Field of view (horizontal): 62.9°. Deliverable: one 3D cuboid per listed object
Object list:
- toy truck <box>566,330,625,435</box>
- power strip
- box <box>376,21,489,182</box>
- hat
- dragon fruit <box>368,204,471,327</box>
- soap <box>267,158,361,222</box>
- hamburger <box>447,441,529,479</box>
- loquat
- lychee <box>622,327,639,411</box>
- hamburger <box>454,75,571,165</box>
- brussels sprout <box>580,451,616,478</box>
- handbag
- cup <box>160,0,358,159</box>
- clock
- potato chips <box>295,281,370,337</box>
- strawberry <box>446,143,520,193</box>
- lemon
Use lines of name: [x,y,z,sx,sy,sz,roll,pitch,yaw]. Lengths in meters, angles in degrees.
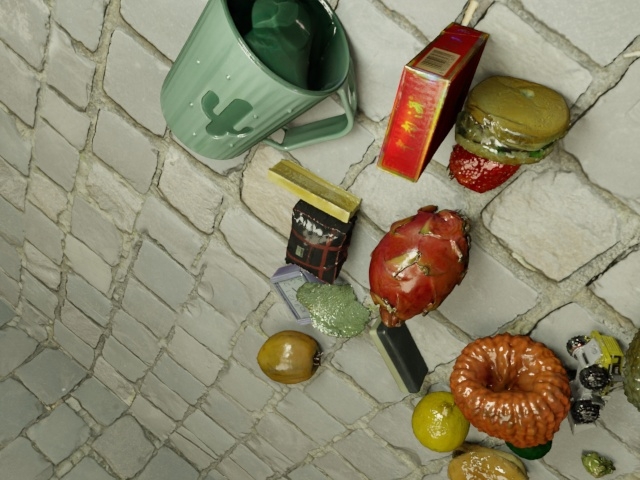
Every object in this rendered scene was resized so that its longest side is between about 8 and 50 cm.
toy truck: [0.667,0.354,1.289,0.111,0.136,0.286,-1,124,8]
power strip: [0.236,0.336,1.555,0.070,0.105,0.257,-14,113,40]
box: [0.216,-0.271,0.992,0.089,0.313,0.197,24,131,15]
hat: [0.519,0.423,1.405,0.285,0.285,0.400,6,151,28]
dragon fruit: [0.234,0.060,1.277,0.250,0.250,0.315,26,134,14]
soap: [-0.017,-0.137,1.385,0.252,0.092,0.037,29,128,11]
hamburger: [0.525,0.716,1.635,0.262,0.124,0.131,3,122,29]
loquat: [-0.099,0.391,1.760,0.234,0.176,0.187,-10,159,17]
lychee: [0.773,0.273,1.087,0.255,0.274,0.255,46,151,35]
hamburger: [0.376,-0.224,1.021,0.215,0.189,0.122,14,136,10]
brussels sprout: [0.782,0.637,1.469,0.085,0.058,0.085,5,124,8]
handbag: [0.000,0.000,1.429,0.169,0.155,0.215,21,132,9]
cup: [-0.134,-0.345,1.175,0.392,0.310,0.401,-28,103,47]
clock: [-0.052,0.164,1.635,0.144,0.073,0.193,-18,111,38]
potato chips: [0.037,0.194,1.551,0.228,0.167,0.059,52,175,-8]
strawberry: [0.366,-0.169,1.145,0.187,0.082,0.147,-17,118,34]
lemon: [0.364,0.544,1.578,0.173,0.173,0.206,25,139,15]
